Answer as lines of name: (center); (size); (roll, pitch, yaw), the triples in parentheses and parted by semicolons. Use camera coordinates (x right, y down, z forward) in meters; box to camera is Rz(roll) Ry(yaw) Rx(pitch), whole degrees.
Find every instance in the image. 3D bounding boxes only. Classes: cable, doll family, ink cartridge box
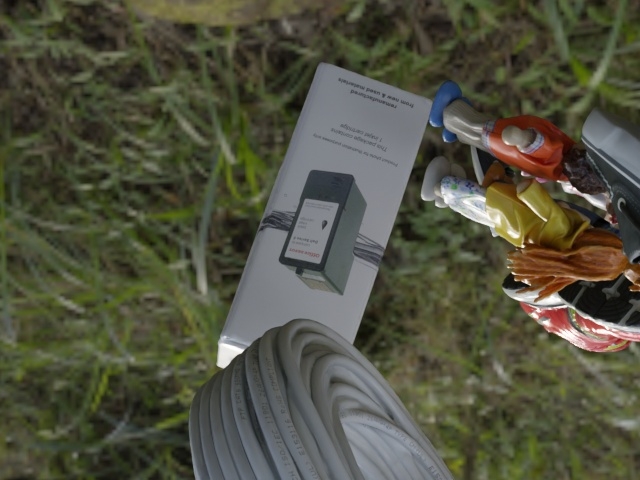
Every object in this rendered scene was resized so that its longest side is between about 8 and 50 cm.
cable: (0.023, 0.172, 0.790); (0.089, 0.257, 0.257); (-35, -172, 14)
doll family: (0.179, -0.012, 0.918); (0.163, 0.118, 0.263); (27, -173, 33)
ink cartridge box: (0.000, 0.000, 1.203); (0.115, 0.272, 0.198); (19, 167, 0)

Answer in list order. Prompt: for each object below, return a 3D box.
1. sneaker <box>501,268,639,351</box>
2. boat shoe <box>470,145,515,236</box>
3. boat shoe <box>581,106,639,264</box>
sneaker: (0.313, 0.071, 1.379); (0.107, 0.118, 0.279); (-43, -162, -11)
boat shoe: (0.171, -0.060, 1.233); (0.038, 0.125, 0.046); (-15, 138, 9)
boat shoe: (0.122, -0.004, 0.433); (0.049, 0.040, 0.142); (21, -160, -25)
